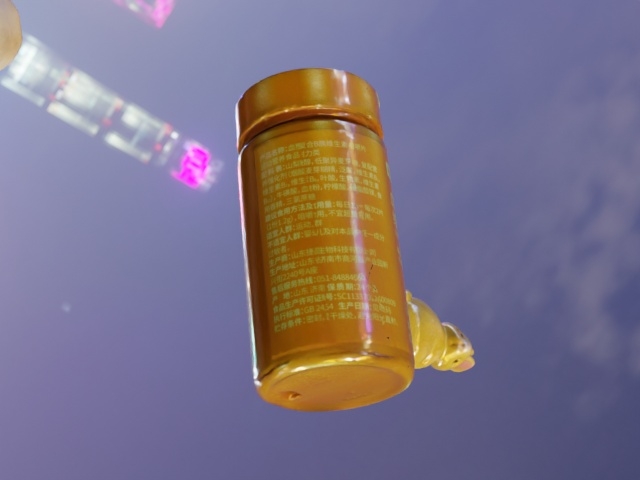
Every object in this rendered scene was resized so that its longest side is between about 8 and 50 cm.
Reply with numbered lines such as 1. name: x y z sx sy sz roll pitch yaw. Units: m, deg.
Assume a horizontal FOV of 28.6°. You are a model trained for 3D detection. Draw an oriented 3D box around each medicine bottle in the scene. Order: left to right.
1. medicine bottle: 0.000 0.000 0.762 0.096 0.096 0.192 -32 -126 42

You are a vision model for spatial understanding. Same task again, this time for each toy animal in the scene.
1. toy animal: 0.134 0.114 1.435 0.070 0.159 0.083 14 -96 50

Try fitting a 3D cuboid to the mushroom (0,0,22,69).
1. mushroom: -0.463 -0.149 1.224 0.315 0.315 0.356 -54 -155 10
